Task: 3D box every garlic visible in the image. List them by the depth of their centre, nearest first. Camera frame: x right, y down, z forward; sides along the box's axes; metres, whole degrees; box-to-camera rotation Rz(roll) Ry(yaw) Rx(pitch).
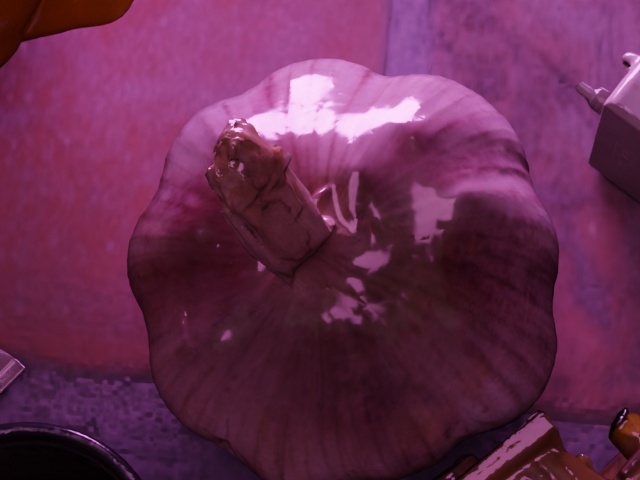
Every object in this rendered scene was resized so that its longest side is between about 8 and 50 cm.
[{"bbox_3d":[0.000,0.000,0.963,0.245,0.253,0.245,-4,72,12],"label":"garlic"}]

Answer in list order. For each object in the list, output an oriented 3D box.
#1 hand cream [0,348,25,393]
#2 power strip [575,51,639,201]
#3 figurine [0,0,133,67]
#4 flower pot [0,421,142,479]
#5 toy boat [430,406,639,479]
[{"bbox_3d":[-0.270,0.044,1.075,0.186,0.054,0.087,42,77,7],"label":"hand cream"},{"bbox_3d":[0.288,0.021,1.004,0.367,0.106,0.043,38,78,14],"label":"power strip"},{"bbox_3d":[-0.322,-0.235,1.042,0.401,0.268,0.387,-37,61,-16],"label":"figurine"},{"bbox_3d":[-0.150,0.184,0.997,0.157,0.107,0.157,-2,75,7],"label":"flower pot"},{"bbox_3d":[0.119,0.158,0.988,0.321,0.089,0.121,-42,80,-6],"label":"toy boat"}]
